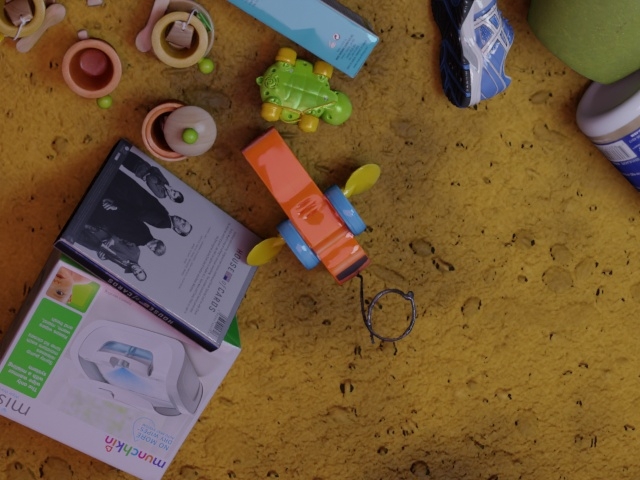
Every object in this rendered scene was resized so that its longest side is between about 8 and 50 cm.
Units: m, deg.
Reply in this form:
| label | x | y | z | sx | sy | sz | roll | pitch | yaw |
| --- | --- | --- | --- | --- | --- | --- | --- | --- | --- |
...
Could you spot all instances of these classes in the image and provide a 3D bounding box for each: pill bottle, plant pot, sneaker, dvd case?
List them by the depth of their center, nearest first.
| label | x | y | z | sx | sy | sz | roll | pitch | yaw |
| --- | --- | --- | --- | --- | --- | --- | --- | --- | --- |
| plant pot | 0.382 | -0.335 | 1.450 | 0.275 | 0.274 | 0.293 | 29 | 120 | -15 |
| sneaker | 0.191 | -0.274 | 1.545 | 0.081 | 0.080 | 0.211 | -14 | 113 | -23 |
| dvd case | -0.194 | 0.005 | 1.561 | 0.239 | 0.179 | 0.029 | 37 | 141 | -17 |
| pill bottle | 0.461 | -0.111 | 1.579 | 0.153 | 0.153 | 0.265 | -43 | 109 | 11 |

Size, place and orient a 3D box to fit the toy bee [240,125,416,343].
| label | x | y | z | sx | sy | sz | roll | pitch | yaw |
| --- | --- | --- | --- | --- | --- | --- | --- | --- | --- |
| toy bee | 0.000 | 0.000 | 1.594 | 0.195 | 0.162 | 0.298 | -15 | 84 | 2 |

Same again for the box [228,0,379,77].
| label | x | y | z | sx | sy | sz | roll | pitch | yaw |
| --- | --- | --- | --- | --- | --- | --- | --- | --- | --- |
| box | -0.050 | -0.291 | 1.493 | 0.244 | 0.100 | 0.060 | 30 | 106 | -14 |

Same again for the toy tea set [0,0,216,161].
| label | x | y | z | sx | sy | sz | roll | pitch | yaw |
| --- | --- | --- | --- | --- | --- | --- | --- | --- | --- |
| toy tea set | -0.241 | -0.237 | 1.482 | 0.336 | 0.124 | 0.200 | 39 | 102 | -17 |

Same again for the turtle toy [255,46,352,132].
| label | x | y | z | sx | sy | sz | roll | pitch | yaw |
| --- | --- | --- | --- | --- | --- | --- | --- | --- | --- |
| turtle toy | -0.020 | -0.180 | 1.554 | 0.130 | 0.066 | 0.095 | 18 | 84 | -14 |

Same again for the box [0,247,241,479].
| label | x | y | z | sx | sy | sz | roll | pitch | yaw |
| --- | --- | --- | --- | --- | --- | --- | --- | --- | --- |
| box | -0.274 | 0.152 | 1.626 | 0.262 | 0.127 | 0.231 | 29 | 103 | -16 |
